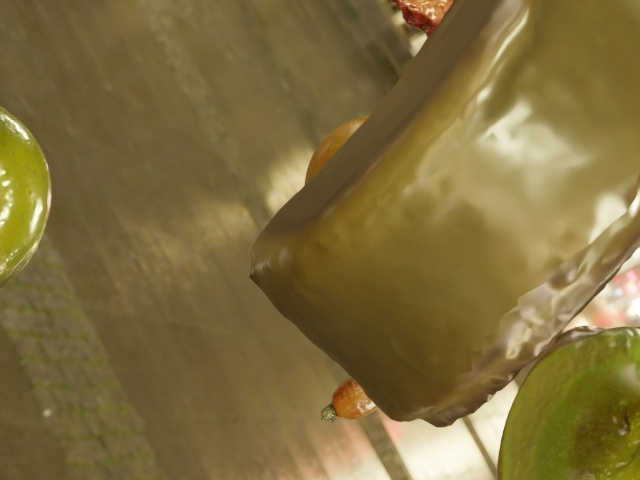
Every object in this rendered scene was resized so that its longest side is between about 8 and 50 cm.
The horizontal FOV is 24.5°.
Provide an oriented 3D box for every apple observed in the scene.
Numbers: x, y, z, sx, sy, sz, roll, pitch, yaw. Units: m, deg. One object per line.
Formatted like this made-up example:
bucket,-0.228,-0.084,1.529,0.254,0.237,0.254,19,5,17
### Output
apple,0.334,0.224,1.338,0.384,0.374,0.374,90,-25,-68
apple,-0.342,-0.043,1.340,0.196,0.196,0.157,56,-17,-22

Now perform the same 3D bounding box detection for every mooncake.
mooncake,0.134,-0.051,1.193,0.246,0.394,0.393,40,38,-6

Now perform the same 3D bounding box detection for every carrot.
carrot,0.141,0.207,2.408,0.069,0.336,0.069,55,11,-16

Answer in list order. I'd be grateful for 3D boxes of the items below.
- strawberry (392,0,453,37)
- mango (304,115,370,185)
strawberry,0.203,-0.350,1.989,0.234,0.234,0.178,64,4,22
mango,0.071,-0.036,1.430,0.120,0.152,0.221,17,14,-42
